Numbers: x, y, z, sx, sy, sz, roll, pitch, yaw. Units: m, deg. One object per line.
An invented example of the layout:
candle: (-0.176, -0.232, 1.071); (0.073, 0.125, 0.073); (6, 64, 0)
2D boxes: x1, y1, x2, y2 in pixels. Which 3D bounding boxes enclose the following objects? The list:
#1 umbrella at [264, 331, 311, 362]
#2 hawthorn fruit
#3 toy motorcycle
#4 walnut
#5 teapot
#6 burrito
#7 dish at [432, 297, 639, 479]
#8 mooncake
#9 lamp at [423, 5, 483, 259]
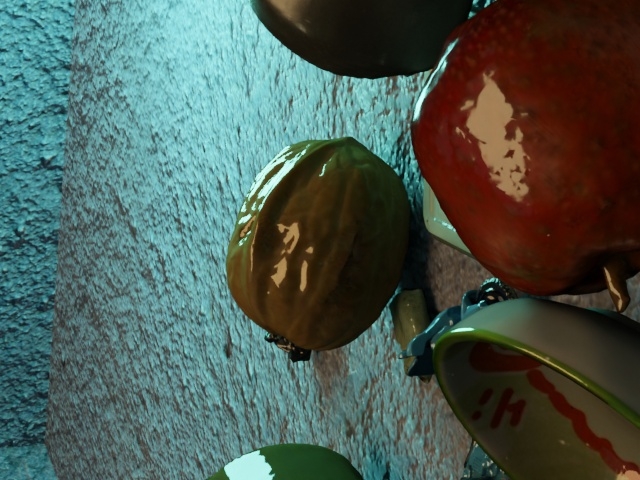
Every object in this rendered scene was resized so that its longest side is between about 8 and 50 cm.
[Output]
umbrella: (-0.027, 0.064, 2.430); (0.080, 0.071, 0.224); (32, 126, 28)
hawthorn fruit: (0.216, -0.081, 1.502); (0.275, 0.275, 0.299); (130, 128, -62)
toy motorcycle: (0.171, 0.181, 1.886); (0.182, 0.123, 0.272); (-17, 79, 58)
walnut: (0.000, 0.000, 2.141); (0.225, 0.225, 0.261); (27, 105, 65)
teapot: (0.098, -0.326, 1.725); (0.300, 0.253, 0.344); (51, 133, 20)
burrito: (0.112, 0.115, 2.113); (0.074, 0.044, 0.118); (118, 142, -63)
dish: (0.262, 0.151, 1.553); (0.324, 0.124, 0.324); (36, 160, 16)
mooncake: (-0.051, 0.399, 2.298); (0.155, 0.284, 0.284); (-122, 33, -53)
lamp: (0.180, -0.107, 1.871); (0.269, 0.047, 0.266); (-150, 56, -65)
